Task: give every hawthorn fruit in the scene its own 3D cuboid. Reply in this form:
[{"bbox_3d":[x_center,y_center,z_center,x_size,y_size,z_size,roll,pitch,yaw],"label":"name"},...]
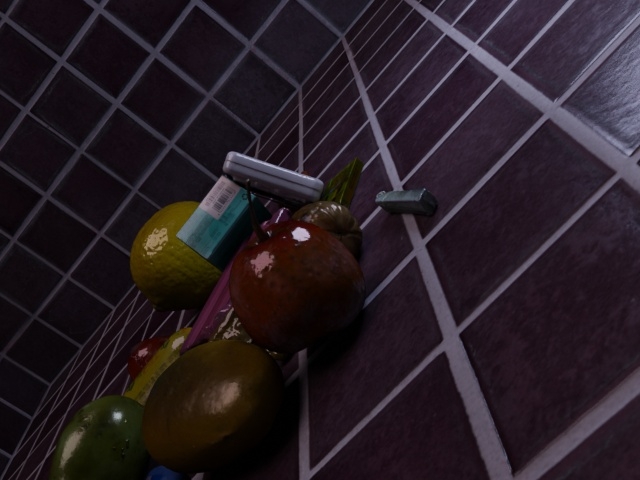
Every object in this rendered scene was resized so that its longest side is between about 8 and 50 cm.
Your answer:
[{"bbox_3d":[-0.052,0.078,1.360,0.235,0.263,0.231,-52,-29,17],"label":"hawthorn fruit"}]

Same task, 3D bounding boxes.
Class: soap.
[{"bbox_3d":[-0.162,0.118,1.778,0.233,0.128,0.359,-37,21,46],"label":"soap"}]

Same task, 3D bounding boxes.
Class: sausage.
[{"bbox_3d":[-0.380,0.341,1.911,0.347,0.123,0.123,-50,16,9],"label":"sausage"},{"bbox_3d":[-0.060,-0.120,2.110,0.089,0.089,0.179,-38,17,41],"label":"sausage"}]

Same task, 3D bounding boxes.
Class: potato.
[{"bbox_3d":[-0.499,0.496,1.748,0.216,0.216,0.304,-26,34,58],"label":"potato"}]

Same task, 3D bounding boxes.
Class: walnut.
[{"bbox_3d":[0.000,0.000,1.554,0.184,0.155,0.155,-11,44,60],"label":"walnut"}]

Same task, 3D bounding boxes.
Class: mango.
[{"bbox_3d":[-0.189,0.291,1.371,0.365,0.182,0.253,-27,29,59],"label":"mango"}]

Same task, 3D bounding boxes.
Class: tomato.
[{"bbox_3d":[-0.527,0.347,2.358,0.173,0.099,0.189,-45,16,32],"label":"tomato"}]

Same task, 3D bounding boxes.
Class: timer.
[{"bbox_3d":[-0.119,-0.144,1.955,0.178,0.253,0.078,88,-159,-87],"label":"timer"}]

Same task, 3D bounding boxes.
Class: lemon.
[{"bbox_3d":[-0.409,0.046,2.324,0.336,0.336,0.336,-47,17,18],"label":"lemon"}]

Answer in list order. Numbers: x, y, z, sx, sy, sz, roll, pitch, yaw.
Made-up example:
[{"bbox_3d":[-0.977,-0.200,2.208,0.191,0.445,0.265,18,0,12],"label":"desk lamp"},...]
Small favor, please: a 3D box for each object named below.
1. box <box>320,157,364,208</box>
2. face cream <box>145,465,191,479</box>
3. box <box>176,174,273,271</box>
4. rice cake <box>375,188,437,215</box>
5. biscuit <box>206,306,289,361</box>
[{"bbox_3d":[0.041,-0.108,1.882,0.121,0.030,0.193,-40,19,38],"label":"box"},{"bbox_3d":[-0.320,0.540,1.383,0.149,0.083,0.264,-44,18,43],"label":"face cream"},{"bbox_3d":[-0.229,-0.020,2.024,0.205,0.118,0.311,-52,-18,-5],"label":"box"},{"bbox_3d":[0.157,-0.071,1.446,0.034,0.043,0.211,-50,15,-10],"label":"rice cake"},{"bbox_3d":[-0.131,0.196,1.528,0.183,0.039,0.174,30,83,35],"label":"biscuit"}]
